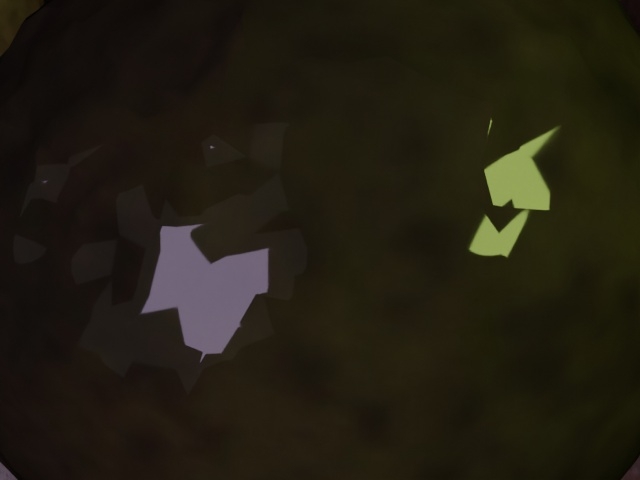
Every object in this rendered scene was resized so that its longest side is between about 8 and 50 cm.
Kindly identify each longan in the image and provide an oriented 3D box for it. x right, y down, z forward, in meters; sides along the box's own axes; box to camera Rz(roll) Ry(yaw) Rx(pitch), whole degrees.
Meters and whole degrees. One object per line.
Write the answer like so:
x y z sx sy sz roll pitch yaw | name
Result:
0.000 0.000 0.596 0.391 0.391 0.391 9 104 40 | longan

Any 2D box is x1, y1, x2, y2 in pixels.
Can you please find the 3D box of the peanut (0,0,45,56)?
-0.302 -0.151 0.991 0.147 0.147 0.319 -25 84 41 | peanut
